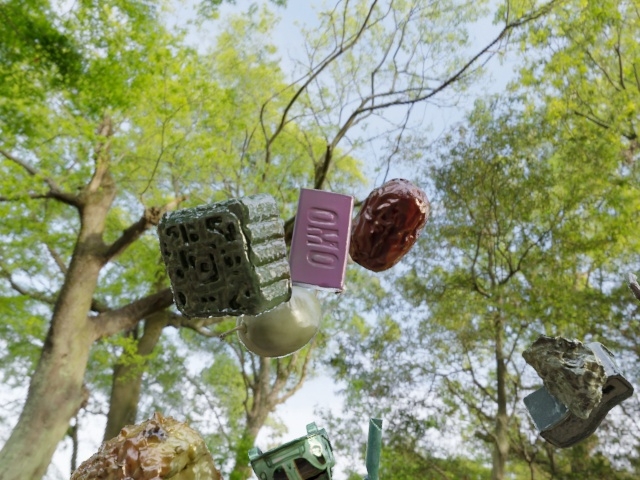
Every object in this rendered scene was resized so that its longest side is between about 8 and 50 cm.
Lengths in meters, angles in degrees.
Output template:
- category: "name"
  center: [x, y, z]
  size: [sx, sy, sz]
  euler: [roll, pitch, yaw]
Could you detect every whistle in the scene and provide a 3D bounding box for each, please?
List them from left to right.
- category: "whistle"
  center: [0.130, 0.540, 1.233]
  size: [0.039, 0.187, 0.039]
  euler: [6, -8, 1]

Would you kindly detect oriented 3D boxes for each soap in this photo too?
- category: "soap"
  center: [0.000, 0.000, 1.019]
  size: [0.122, 0.203, 0.065]
  euler: [8, -16, -3]

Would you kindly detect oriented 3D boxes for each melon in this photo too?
- category: "melon"
  center: [-0.141, 0.258, 1.645]
  size: [0.271, 0.308, 0.272]
  euler: [7, -76, 28]

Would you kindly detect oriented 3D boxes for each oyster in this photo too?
- category: "oyster"
  center: [0.453, 0.244, 0.906]
  size: [0.177, 0.064, 0.125]
  euler: [39, -41, 4]

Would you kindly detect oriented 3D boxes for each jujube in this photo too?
- category: "jujube"
  center: [0.171, -0.040, 1.272]
  size: [0.174, 0.174, 0.251]
  euler: [26, -77, -8]

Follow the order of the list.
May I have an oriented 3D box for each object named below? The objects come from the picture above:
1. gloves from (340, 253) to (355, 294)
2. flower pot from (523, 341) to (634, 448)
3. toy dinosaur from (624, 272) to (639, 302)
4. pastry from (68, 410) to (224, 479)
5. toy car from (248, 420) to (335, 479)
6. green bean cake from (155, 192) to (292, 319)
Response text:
- category: "gloves"
  center: [0.018, 0.065, 1.408]
  size: [0.131, 0.140, 0.219]
  euler: [23, -22, 21]
- category: "flower pot"
  center: [0.563, 0.340, 1.084]
  size: [0.103, 0.108, 0.229]
  euler: [27, -66, -11]
- category: "toy dinosaur"
  center: [0.735, 0.162, 0.995]
  size: [0.293, 0.162, 0.077]
  euler: [28, -47, -4]
- category: "pastry"
  center: [-0.372, 0.586, 1.036]
  size: [0.337, 0.292, 0.406]
  euler: [-19, -87, 19]
- category: "toy car"
  center: [-0.039, 0.441, 0.960]
  size: [0.136, 0.125, 0.306]
  euler: [-22, -23, -5]
- category: "green bean cake"
  center: [-0.145, 0.026, 0.739]
  size: [0.181, 0.094, 0.173]
  euler: [-6, -82, 27]
